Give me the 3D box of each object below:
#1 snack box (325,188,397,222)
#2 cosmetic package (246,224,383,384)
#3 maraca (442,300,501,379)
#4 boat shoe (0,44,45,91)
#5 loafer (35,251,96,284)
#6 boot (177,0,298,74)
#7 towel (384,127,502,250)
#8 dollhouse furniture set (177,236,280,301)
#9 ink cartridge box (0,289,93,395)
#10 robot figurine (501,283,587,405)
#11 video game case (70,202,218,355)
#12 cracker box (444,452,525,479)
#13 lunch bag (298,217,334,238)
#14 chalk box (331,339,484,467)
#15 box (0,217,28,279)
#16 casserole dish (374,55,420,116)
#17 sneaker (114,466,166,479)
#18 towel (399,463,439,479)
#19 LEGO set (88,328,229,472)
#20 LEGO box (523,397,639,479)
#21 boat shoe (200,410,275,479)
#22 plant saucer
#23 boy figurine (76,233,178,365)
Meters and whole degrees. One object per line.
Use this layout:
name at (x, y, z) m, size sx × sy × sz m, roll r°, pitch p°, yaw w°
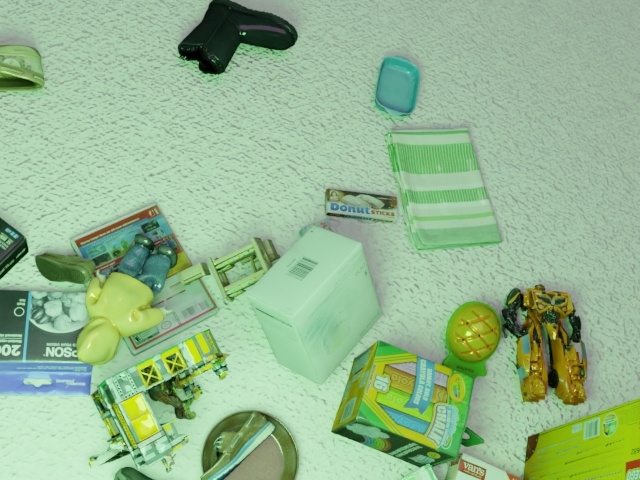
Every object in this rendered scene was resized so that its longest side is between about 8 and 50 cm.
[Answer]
snack box at (0.099, -0.083, 1.875) m, size 0.178 × 0.022 × 0.064 m, roll 6°, pitch 67°, yaw -15°
cosmetic package at (-0.004, 0.134, 1.621) m, size 0.138 × 0.224 × 0.224 m, roll 22°, pitch 56°, yaw 36°
maraca at (0.344, 0.230, 1.776) m, size 0.127 × 0.099 × 0.185 m, roll 14°, pitch 89°, yaw -2°
boat shoe at (-0.751, -0.366, 1.695) m, size 0.285 × 0.104 × 0.089 m, roll -10°, pitch 68°, yaw -21°
loafer at (-0.519, 0.055, 1.592) m, size 0.148 × 0.056 × 0.050 m, roll 14°, pitch 31°, yaw 25°
boot at (-0.203, -0.478, 1.913) m, size 0.247 × 0.094 × 0.207 m, roll 22°, pitch 59°, yaw 1°
towel at (0.306, -0.135, 1.953) m, size 0.248 × 0.038 × 0.324 m, roll -5°, pitch 69°, yaw -20°
dollhouse furniture set at (-0.183, 0.078, 1.681) m, size 0.182 × 0.161 × 0.101 m, roll -25°, pitch 83°, yaw 9°
ink cartridge box at (-0.553, 0.202, 1.543) m, size 0.207 × 0.045 × 0.208 m, roll 3°, pitch 67°, yaw -17°
robot figurine at (0.537, 0.236, 1.834) m, size 0.211 × 0.085 × 0.290 m, roll 7°, pitch 66°, yaw -15°
video game case at (-0.374, 0.077, 1.662) m, size 0.204 × 0.025 × 0.285 m, roll -27°, pitch 78°, yaw -25°
cracker box at (0.323, 0.584, 1.629) m, size 0.156 × 0.067 × 0.232 m, roll 25°, pitch 62°, yaw -5°
lunch bag at (0.000, 0.000, 1.794) m, size 0.071 × 0.053 × 0.083 m, roll -20°, pitch 83°, yaw -22°
chalk box at (0.201, 0.356, 1.630) m, size 0.289 × 0.180 × 0.179 m, roll 23°, pitch 63°, yaw -8°
box at (-0.707, 0.005, 1.563) m, size 0.180 × 0.077 × 0.147 m, roll 38°, pitch 63°, yaw 2°
casserole dish at (0.197, -0.397, 2.034) m, size 0.114 × 0.037 × 0.188 m, roll 16°, pitch 63°, yaw -9°
sneaker at (-0.271, 0.510, 1.481) m, size 0.267 × 0.101 × 0.106 m, roll 39°, pitch 44°, yaw -1°
towel at (0.185, 0.540, 1.591) m, size 0.152 × 0.023 × 0.113 m, roll -29°, pitch 72°, yaw 4°
LEGO set at (-0.282, 0.314, 1.433) m, size 0.255 × 0.331 × 0.192 m, roll -24°, pitch 83°, yaw -38°
LEGO box at (0.686, 0.483, 1.540) m, size 0.373 × 0.500 × 0.193 m, roll 18°, pitch 63°, yaw -8°
boat shoe at (-0.173, 0.406, 1.523) m, size 0.066 × 0.066 × 0.183 m, roll 45°, pitch 53°, yaw 11°
plant saucer at (-0.143, 0.443, 1.567) m, size 0.199 × 0.036 × 0.198 m, roll 6°, pitch 65°, yaw -14°
boy figurine at (-0.386, 0.128, 1.558) m, size 0.177 × 0.092 × 0.285 m, roll 22°, pitch 60°, yaw 4°
